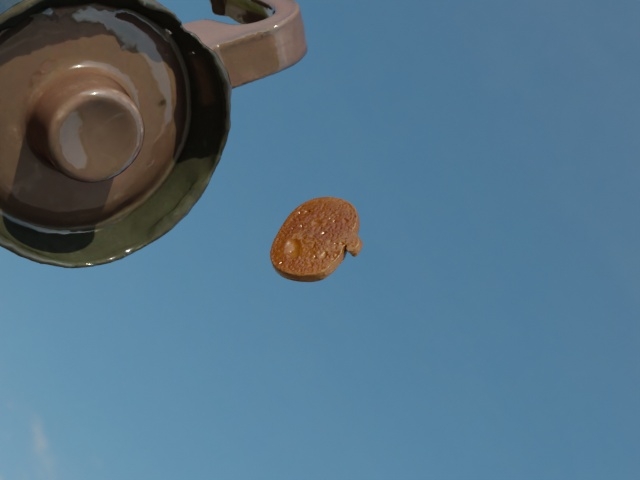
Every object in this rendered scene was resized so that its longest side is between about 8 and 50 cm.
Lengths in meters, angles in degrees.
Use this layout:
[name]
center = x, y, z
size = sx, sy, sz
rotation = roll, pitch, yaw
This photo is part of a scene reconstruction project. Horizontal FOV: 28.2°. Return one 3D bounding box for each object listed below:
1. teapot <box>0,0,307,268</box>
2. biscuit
[teapot]
center = -0.219, -0.157, 1.154
size = 0.362, 0.376, 0.305
rotation = 43, -31, 54
[biscuit]
center = 0.000, 0.000, 1.063
size = 0.078, 0.091, 0.015
rotation = 13, -37, 28
